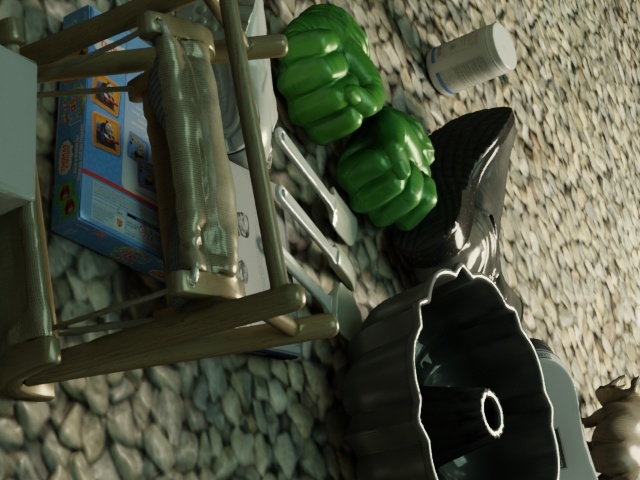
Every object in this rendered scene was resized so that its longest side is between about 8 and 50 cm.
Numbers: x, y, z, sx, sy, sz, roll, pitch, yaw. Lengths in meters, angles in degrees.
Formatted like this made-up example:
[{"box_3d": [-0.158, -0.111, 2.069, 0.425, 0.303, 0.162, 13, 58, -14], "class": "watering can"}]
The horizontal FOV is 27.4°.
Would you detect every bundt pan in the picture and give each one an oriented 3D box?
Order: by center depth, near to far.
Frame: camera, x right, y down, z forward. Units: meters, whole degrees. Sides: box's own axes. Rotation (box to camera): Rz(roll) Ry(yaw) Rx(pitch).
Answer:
[{"box_3d": [0.133, 0.197, 1.418, 0.331, 0.124, 0.331, 32, 50, -47], "class": "bundt pan"}]

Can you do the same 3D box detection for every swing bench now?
[{"box_3d": [-0.141, -0.035, 0.961, 0.165, 0.254, 0.253, 49, 29, -74], "class": "swing bench"}]

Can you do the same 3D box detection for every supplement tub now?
[{"box_3d": [0.204, -0.246, 1.787, 0.071, 0.107, 0.071, 34, 47, -46], "class": "supplement tub"}]

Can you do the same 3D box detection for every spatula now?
[{"box_3d": [0.000, 0.000, 1.368, 0.242, 0.019, 0.168, 51, 39, -57], "class": "spatula"}]

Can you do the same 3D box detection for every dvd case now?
[{"box_3d": [-0.082, 0.014, 1.212, 0.238, 0.029, 0.179, 25, 56, -68], "class": "dvd case"}]

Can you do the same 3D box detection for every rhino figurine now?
[{"box_3d": [0.411, 0.266, 1.843, 0.073, 0.106, 0.243, 60, 33, -20], "class": "rhino figurine"}]

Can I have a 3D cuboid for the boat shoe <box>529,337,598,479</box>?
[{"box_3d": [0.283, 0.268, 1.632, 0.102, 0.108, 0.301, -78, 155, -73], "class": "boat shoe"}]

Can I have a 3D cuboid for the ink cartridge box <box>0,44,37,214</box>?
[{"box_3d": [-0.265, -0.061, 0.896, 0.063, 0.150, 0.109, 25, 54, -50], "class": "ink cartridge box"}]

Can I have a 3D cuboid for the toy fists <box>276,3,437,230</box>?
[{"box_3d": [0.045, -0.134, 1.487, 0.279, 0.096, 0.142, 56, 35, -27], "class": "toy fists"}]

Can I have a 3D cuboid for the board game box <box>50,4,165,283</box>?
[{"box_3d": [-0.167, -0.082, 1.173, 0.160, 0.039, 0.212, 31, 51, -48], "class": "board game box"}]

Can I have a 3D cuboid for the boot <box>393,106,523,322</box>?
[{"box_3d": [0.198, -0.004, 1.672, 0.223, 0.118, 0.338, 62, 39, -28], "class": "boot"}]

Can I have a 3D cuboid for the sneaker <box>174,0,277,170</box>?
[{"box_3d": [-0.087, -0.180, 1.327, 0.095, 0.090, 0.235, 36, 48, -61], "class": "sneaker"}]
